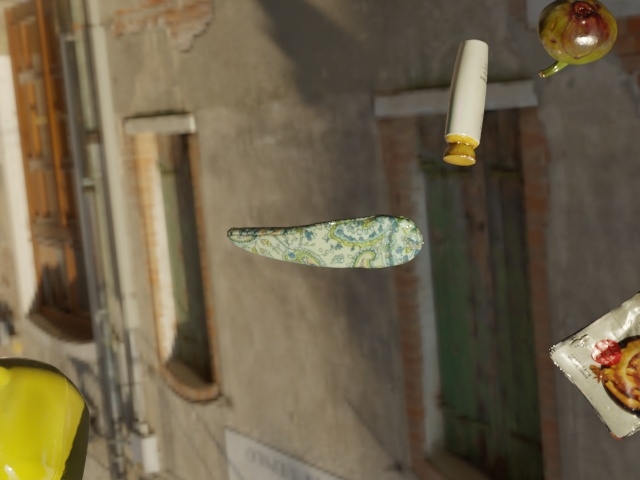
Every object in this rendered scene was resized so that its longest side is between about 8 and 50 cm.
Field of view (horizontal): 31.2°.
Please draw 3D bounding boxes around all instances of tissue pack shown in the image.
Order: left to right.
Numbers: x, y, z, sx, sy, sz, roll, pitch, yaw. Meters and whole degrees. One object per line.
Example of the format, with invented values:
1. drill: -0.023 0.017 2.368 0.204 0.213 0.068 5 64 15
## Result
1. tissue pack: -0.287 0.157 0.922 0.178 0.123 0.127 -7 156 14

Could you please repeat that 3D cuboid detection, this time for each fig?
1. fig: 0.285 -0.228 1.287 0.084 0.082 0.098 -36 160 -19

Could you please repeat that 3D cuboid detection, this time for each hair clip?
1. hair clip: 0.000 0.002 1.284 0.229 0.066 0.036 1 -143 18

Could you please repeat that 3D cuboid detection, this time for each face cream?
1. face cream: 0.213 -0.201 1.673 0.051 0.182 0.072 5 168 21

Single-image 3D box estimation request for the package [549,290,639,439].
1. package: 0.421 0.131 1.431 0.239 0.154 0.030 -39 -179 19
